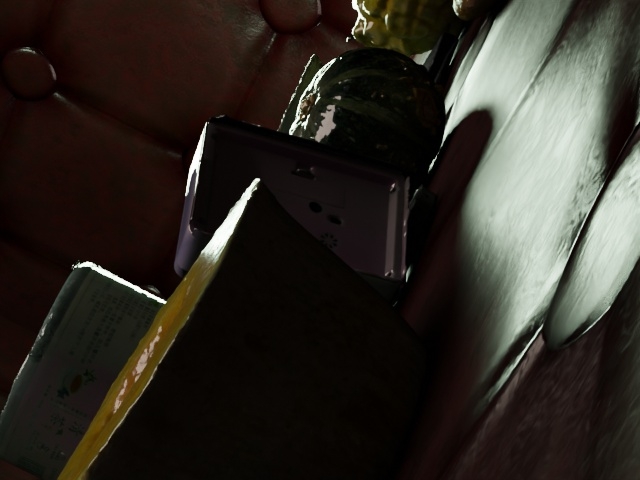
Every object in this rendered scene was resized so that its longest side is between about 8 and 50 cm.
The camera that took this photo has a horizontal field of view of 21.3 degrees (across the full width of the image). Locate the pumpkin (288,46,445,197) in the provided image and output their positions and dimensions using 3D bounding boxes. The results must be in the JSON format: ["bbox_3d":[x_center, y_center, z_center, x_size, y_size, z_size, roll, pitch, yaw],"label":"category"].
[{"bbox_3d":[0.045,-0.107,1.744,0.190,0.146,0.190,-168,90,-67],"label":"pumpkin"}]

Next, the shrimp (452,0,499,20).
[{"bbox_3d":[0.191,-0.311,1.810,0.117,0.066,0.262,-64,5,-16],"label":"shrimp"}]

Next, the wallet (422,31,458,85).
[{"bbox_3d":[0.104,-0.141,2.073,0.167,0.036,0.222,-61,4,40],"label":"wallet"}]

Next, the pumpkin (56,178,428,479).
[{"bbox_3d":[-0.057,0.144,1.180,0.332,0.199,0.332,-55,9,13],"label":"pumpkin"}]

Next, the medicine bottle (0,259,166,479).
[{"bbox_3d":[-0.192,0.189,1.905,0.245,0.290,0.245,-155,90,-86],"label":"medicine bottle"}]

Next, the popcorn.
[{"bbox_3d":[0.115,-0.340,2.173,0.218,0.169,0.189,-91,0,-52],"label":"popcorn"}]

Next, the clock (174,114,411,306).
[{"bbox_3d":[-0.021,-0.015,1.477,0.073,0.193,0.145,117,164,-47],"label":"clock"}]

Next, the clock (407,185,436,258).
[{"bbox_3d":[0.081,-0.010,1.558,0.085,0.017,0.085,-63,3,6],"label":"clock"}]

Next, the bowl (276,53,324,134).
[{"bbox_3d":[-0.016,-0.076,2.383,0.337,0.157,0.337,-64,2,4],"label":"bowl"}]
